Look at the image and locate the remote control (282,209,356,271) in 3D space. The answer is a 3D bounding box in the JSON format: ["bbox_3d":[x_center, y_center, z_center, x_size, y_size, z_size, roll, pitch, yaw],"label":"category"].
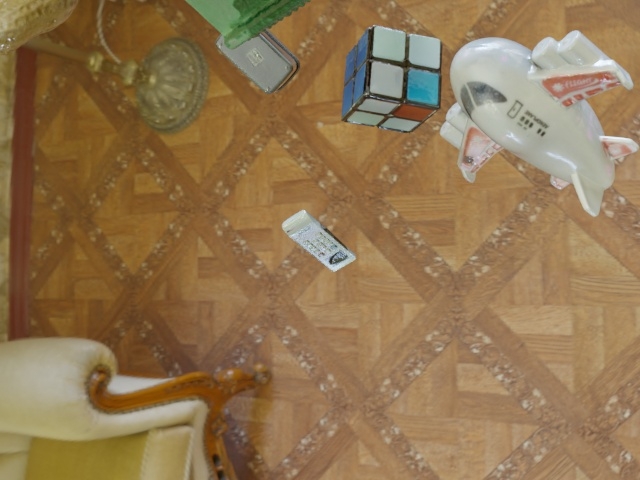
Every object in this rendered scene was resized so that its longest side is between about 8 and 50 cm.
[{"bbox_3d":[0.000,0.000,1.490,0.065,0.166,0.029,-32,40,22],"label":"remote control"}]

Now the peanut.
[{"bbox_3d":[-0.564,-0.430,1.447,0.226,0.108,0.095,-40,92,-15],"label":"peanut"}]

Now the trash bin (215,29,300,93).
[{"bbox_3d":[-0.134,-0.402,1.631,0.177,0.236,0.101,44,101,-10],"label":"trash bin"}]

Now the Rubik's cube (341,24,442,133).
[{"bbox_3d":[0.159,-0.355,1.689,0.183,0.180,0.167,153,124,-70],"label":"Rubik's cube"}]

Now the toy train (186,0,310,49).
[{"bbox_3d":[-0.066,-0.321,0.702,0.266,0.202,0.145,-16,43,50],"label":"toy train"}]

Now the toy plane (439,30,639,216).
[{"bbox_3d":[0.254,-0.139,0.890,0.252,0.252,0.118,1,48,33],"label":"toy plane"}]
